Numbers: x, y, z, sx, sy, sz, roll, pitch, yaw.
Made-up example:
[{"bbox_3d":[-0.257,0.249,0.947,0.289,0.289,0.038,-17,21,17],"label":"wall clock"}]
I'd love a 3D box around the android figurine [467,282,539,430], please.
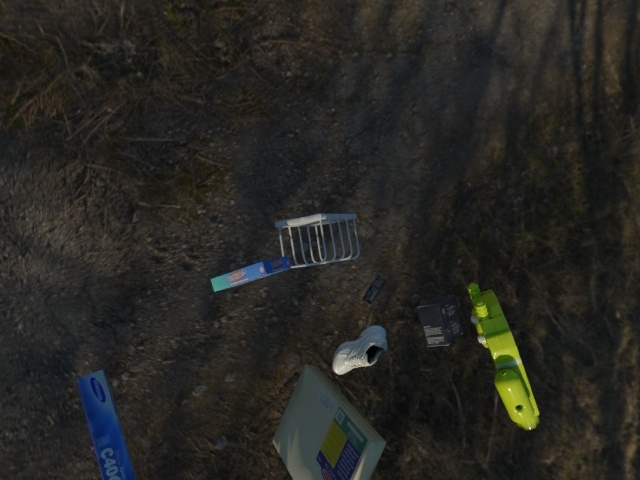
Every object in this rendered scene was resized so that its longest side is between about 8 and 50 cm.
[{"bbox_3d":[0.330,0.205,0.875,0.273,0.056,0.248,63,16,-20],"label":"android figurine"}]

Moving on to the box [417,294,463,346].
[{"bbox_3d":[0.462,0.307,1.836,0.156,0.093,0.159,-12,89,-52],"label":"box"}]

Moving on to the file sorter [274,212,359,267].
[{"bbox_3d":[0.000,0.000,1.749,0.277,0.192,0.173,-4,85,-60],"label":"file sorter"}]

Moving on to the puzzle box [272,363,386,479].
[{"bbox_3d":[0.004,0.557,1.318,0.052,0.409,0.272,23,93,-28],"label":"puzzle box"}]

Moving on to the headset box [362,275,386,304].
[{"bbox_3d":[0.161,0.149,1.429,0.032,0.062,0.083,31,24,12],"label":"headset box"}]

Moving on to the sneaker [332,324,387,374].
[{"bbox_3d":[0.130,0.389,1.612,0.090,0.115,0.232,39,108,-23],"label":"sneaker"}]

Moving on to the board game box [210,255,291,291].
[{"bbox_3d":[-0.226,0.108,1.558,0.160,0.210,0.047,-11,82,-65],"label":"board game box"}]

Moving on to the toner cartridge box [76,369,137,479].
[{"bbox_3d":[-0.591,0.558,1.339,0.075,0.165,0.348,-17,62,-26],"label":"toner cartridge box"}]
